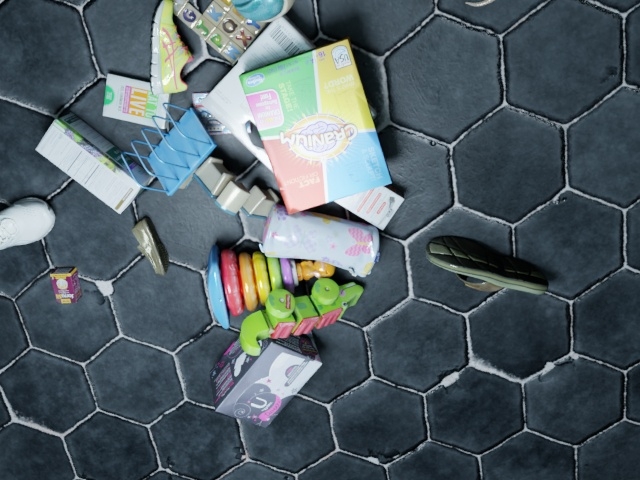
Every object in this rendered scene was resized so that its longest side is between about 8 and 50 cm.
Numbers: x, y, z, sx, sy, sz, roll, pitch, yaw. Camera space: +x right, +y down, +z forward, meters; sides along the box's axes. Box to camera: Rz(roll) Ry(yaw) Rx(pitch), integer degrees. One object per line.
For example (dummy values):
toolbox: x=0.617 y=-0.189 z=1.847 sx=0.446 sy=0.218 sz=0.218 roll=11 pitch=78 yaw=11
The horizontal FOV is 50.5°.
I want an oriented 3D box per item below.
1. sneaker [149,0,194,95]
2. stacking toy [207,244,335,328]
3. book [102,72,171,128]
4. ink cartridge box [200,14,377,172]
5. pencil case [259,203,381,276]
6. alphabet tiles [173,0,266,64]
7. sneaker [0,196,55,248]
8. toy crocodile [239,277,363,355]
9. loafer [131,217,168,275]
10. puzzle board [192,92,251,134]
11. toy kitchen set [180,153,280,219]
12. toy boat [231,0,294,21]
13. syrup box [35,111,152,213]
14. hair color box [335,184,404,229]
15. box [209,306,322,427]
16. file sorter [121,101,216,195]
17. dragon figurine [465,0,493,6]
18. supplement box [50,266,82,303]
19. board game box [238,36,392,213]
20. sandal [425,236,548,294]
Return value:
sneaker: x=-0.322 y=-0.419 z=1.471 sx=0.094 sy=0.081 sz=0.208 roll=1 pitch=113 yaw=-14
stacking toy: x=-0.114 y=0.085 z=1.621 sx=0.301 sy=0.166 sz=0.175 roll=-10 pitch=110 yaw=-4
book: x=-0.414 y=-0.316 z=1.538 sx=0.144 sy=0.035 sz=0.096 roll=12 pitch=107 yaw=1
ink cartridge box: x=-0.068 y=-0.297 z=1.499 sx=0.296 sy=0.066 sz=0.261 roll=44 pitch=108 yaw=-12
pencil case: x=0.000 y=0.000 z=1.570 sx=0.273 sy=0.113 sz=0.124 roll=13 pitch=110 yaw=-9
alphabet tiles: x=-0.190 y=-0.531 z=1.447 sx=0.198 sy=0.009 sz=0.237 roll=39 pitch=109 yaw=-11
sneaker: x=-0.776 y=-0.013 z=1.628 sx=0.297 sy=0.129 sz=0.111 roll=-20 pitch=107 yaw=10
toy crocodile: x=-0.040 y=0.171 z=1.579 sx=0.340 sy=0.105 sz=0.115 roll=-12 pitch=148 yaw=-35
loafer: x=-0.415 y=0.018 z=1.656 sx=0.050 sy=0.056 sz=0.148 roll=-17 pitch=99 yaw=11
puzzle board: x=-0.224 y=-0.289 z=1.543 sx=0.128 sy=0.011 sz=0.096 roll=-1 pitch=111 yaw=5
toy kitchen set: x=-0.227 y=-0.125 z=1.582 sx=0.122 sy=0.166 sz=0.207 roll=-50 pitch=64 yaw=19
toy boat: x=-0.121 y=-0.552 z=1.276 sx=0.148 sy=0.318 sz=0.267 roll=-39 pitch=113 yaw=-28
syrup box: x=-0.517 y=-0.178 z=1.563 sx=0.237 sy=0.093 sz=0.096 roll=38 pitch=109 yaw=-11
hair color box: x=0.099 y=-0.108 z=1.569 sx=0.167 sy=0.053 sz=0.093 roll=31 pitch=109 yaw=-7
box: x=-0.138 y=0.320 z=1.684 sx=0.163 sy=0.142 sz=0.247 roll=28 pitch=113 yaw=-29
file sorter: x=-0.340 y=-0.203 z=1.498 sx=0.170 sy=0.104 sz=0.118 roll=-43 pitch=65 yaw=22
dragon figurine: x=0.415 y=-0.579 z=1.343 sx=0.085 sy=0.144 sz=0.289 roll=33 pitch=129 yaw=-10
supplement box: x=-0.642 y=0.113 z=1.713 sx=0.055 sy=0.043 sz=0.083 roll=-3 pitch=112 yaw=4
board game box: x=-0.006 y=-0.240 z=1.447 sx=0.242 sy=0.064 sz=0.316 roll=-17 pitch=109 yaw=10
sandal: x=0.385 y=0.080 z=1.593 sx=0.302 sy=0.120 sz=0.086 roll=20 pitch=125 yaw=-4
